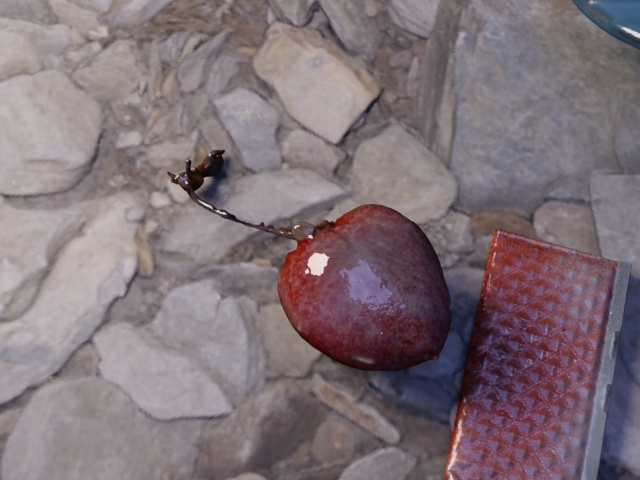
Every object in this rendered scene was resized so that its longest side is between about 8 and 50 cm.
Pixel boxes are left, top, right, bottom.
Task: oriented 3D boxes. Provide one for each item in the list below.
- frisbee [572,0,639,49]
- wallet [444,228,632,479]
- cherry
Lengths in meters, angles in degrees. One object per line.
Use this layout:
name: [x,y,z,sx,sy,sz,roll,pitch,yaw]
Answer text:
frisbee: [0.326,-0.204,0.667,0.290,0.049,0.289,0,43,0]
wallet: [0.151,0.093,0.627,0.103,0.020,0.196,16,70,-2]
cherry: [0.000,0.000,0.610,0.107,0.090,0.225,-42,71,-6]
